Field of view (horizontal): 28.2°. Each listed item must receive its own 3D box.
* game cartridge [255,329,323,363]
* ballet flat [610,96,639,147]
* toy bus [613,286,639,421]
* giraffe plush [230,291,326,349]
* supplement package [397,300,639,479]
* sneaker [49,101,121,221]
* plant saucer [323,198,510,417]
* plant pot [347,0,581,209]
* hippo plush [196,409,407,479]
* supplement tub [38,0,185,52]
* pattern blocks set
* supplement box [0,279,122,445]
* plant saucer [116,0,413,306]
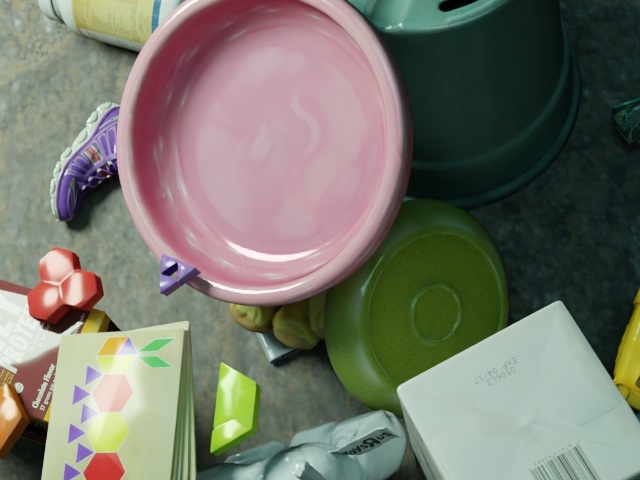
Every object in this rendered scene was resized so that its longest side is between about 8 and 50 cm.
[{"bbox_3d":[-0.032,0.101,1.477,0.083,0.017,0.056,-26,62,-4],"label":"game cartridge"},{"bbox_3d":[0.436,-0.164,1.505,0.188,0.070,0.070,-24,66,0],"label":"ballet flat"},{"bbox_3d":[0.404,0.167,1.325,0.220,0.149,0.211,24,85,14],"label":"toy bus"},{"bbox_3d":[0.000,0.000,1.444,0.181,0.210,0.170,16,26,26],"label":"giraffe plush"},{"bbox_3d":[0.200,0.217,1.240,0.177,0.293,0.175,-28,65,-4],"label":"supplement package"},{"bbox_3d":[-0.276,-0.095,1.571,0.071,0.068,0.170,25,72,11],"label":"sneaker"},{"bbox_3d":[0.115,0.076,1.364,0.241,0.241,0.037,-51,27,-14],"label":"plant saucer"},{"bbox_3d":[0.127,-0.256,1.434,0.341,0.334,0.341,-3,66,8],"label":"plant pot"},{"bbox_3d":[0.017,0.314,1.282,0.234,0.294,0.236,-15,86,-39],"label":"hippo plush"},{"bbox_3d":[-0.242,-0.316,1.616,0.199,0.144,0.144,17,70,15],"label":"supplement tub"},{"bbox_3d":[-0.195,0.165,1.242,0.285,0.026,0.325,4,68,19],"label":"pattern blocks set"},{"bbox_3d":[-0.316,0.142,1.403,0.191,0.194,0.129,15,70,14],"label":"supplement box"},{"bbox_3d":[-0.051,-0.100,1.296,0.332,0.084,0.332,0,91,27],"label":"plant saucer"}]
